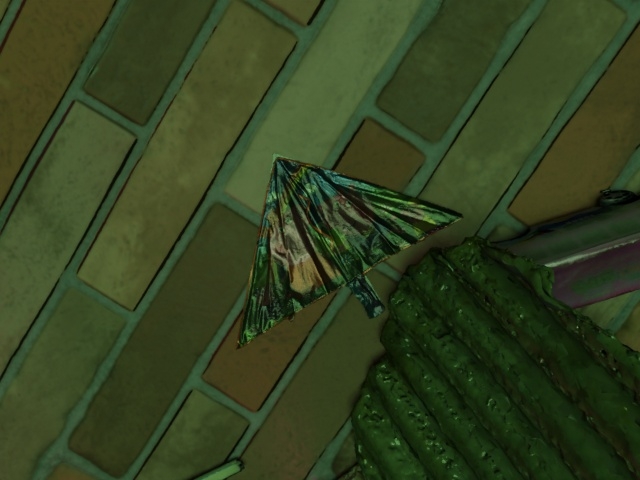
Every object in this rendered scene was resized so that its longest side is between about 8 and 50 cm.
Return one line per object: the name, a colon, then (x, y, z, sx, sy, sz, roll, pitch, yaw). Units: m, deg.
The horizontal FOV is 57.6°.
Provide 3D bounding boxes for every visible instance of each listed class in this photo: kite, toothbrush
kite: (0.000, 0.000, 0.695, 0.321, 0.016, 0.234, -31, 98, 6)
toothbrush: (-0.230, 0.351, 0.754, 0.294, 0.028, 0.026, -25, 119, 6)

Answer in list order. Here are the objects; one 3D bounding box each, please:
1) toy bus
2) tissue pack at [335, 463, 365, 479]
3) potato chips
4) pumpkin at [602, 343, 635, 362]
toy bus: (0.294, 0.015, 0.647, 0.273, 0.112, 0.090, -19, 106, 5)
tissue pack: (0.063, 0.378, 0.667, 0.092, 0.196, 0.148, -36, 98, 8)
potato chips: (0.171, 0.200, 0.555, 0.070, 0.429, 0.359, -3, 126, -32)
pumpkin: (0.282, 0.216, 0.650, 0.232, 0.163, 0.233, 0, 97, -1)
